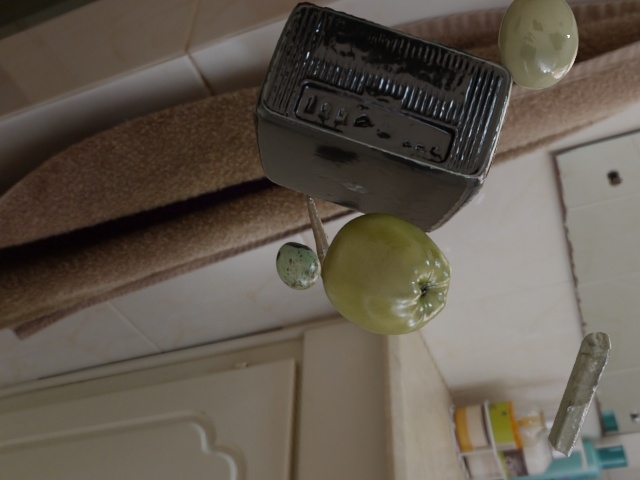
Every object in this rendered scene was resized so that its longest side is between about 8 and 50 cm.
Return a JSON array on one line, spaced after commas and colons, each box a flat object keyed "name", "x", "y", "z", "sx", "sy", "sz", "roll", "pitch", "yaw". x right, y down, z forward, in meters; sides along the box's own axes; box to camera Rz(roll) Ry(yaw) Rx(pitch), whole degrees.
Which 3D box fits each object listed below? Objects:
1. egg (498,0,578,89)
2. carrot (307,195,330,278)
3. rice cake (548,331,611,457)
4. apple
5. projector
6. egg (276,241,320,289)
[{"name": "egg", "x": 0.527, "y": -0.490, "z": 1.616, "sx": 0.186, "sy": 0.186, "sz": 0.242, "roll": -6, "pitch": 89, "yaw": -73}, {"name": "carrot", "x": 0.000, "y": 0.000, "z": 1.657, "sx": 0.049, "sy": 0.049, "sz": 0.254, "roll": -73, "pitch": 152, "yaw": -60}, {"name": "rice cake", "x": 0.477, "y": 0.285, "z": 1.222, "sx": 0.057, "sy": 0.052, "sz": 0.256, "roll": -84, "pitch": -179, "yaw": -62}, {"name": "apple", "x": 0.101, "y": 0.052, "z": 1.023, "sx": 0.200, "sy": 0.200, "sz": 0.200, "roll": -13, "pitch": 90, "yaw": -74}, {"name": "projector", "x": 0.099, "y": -0.205, "z": 1.207, "sx": 0.405, "sy": 0.395, "sz": 0.242, "roll": 96, "pitch": 14, "yaw": -79}, {"name": "egg", "x": -0.045, "y": 0.048, "z": 1.313, "sx": 0.085, "sy": 0.085, "sz": 0.110, "roll": 56, "pitch": 7, "yaw": -51}]
